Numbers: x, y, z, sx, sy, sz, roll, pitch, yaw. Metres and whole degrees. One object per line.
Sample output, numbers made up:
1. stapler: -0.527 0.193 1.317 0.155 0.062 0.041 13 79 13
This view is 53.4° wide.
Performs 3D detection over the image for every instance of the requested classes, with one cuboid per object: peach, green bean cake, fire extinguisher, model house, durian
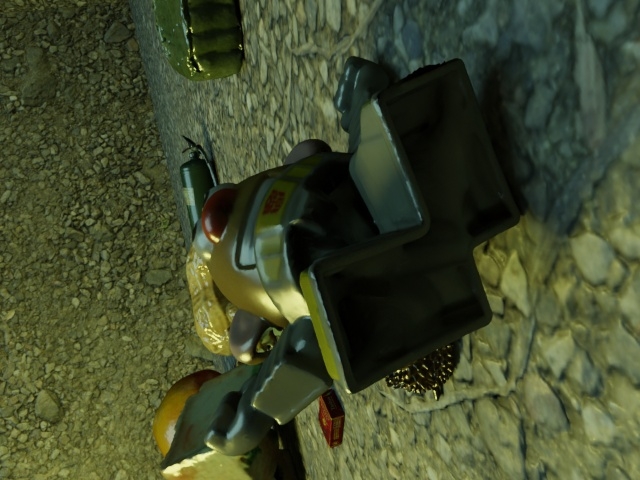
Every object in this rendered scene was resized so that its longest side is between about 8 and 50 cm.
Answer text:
1. peach: -0.377 0.592 2.022 0.372 0.290 0.372 -49 29 38
2. green bean cake: -0.217 -0.401 1.109 0.227 0.125 0.222 -141 40 -57
3. fire extinguisher: -0.306 -0.131 1.644 0.118 0.093 0.294 -1 102 47
4. model house: -0.166 0.478 1.435 0.280 0.245 0.312 55 -161 -18
5. durian: 0.073 0.092 0.585 0.110 0.071 0.140 -166 60 -72

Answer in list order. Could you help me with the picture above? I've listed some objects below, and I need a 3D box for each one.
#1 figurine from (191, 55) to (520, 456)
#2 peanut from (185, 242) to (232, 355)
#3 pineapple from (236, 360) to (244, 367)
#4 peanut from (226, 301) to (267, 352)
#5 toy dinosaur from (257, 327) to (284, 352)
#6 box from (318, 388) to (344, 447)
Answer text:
1. figurine: 0.001 0.002 0.507 0.167 0.342 0.285 47 159 -17
2. peanut: -0.256 0.126 1.569 0.153 0.140 0.325 -94 -5 -83
3. pineapple: -0.201 0.420 1.762 0.221 0.047 0.221 169 90 -75
4. peanut: -0.174 0.202 1.455 0.080 0.080 0.174 97 154 -48
5. toy dinosaur: -0.115 0.162 1.293 0.142 0.057 0.212 -119 26 -59
6. box: 0.016 0.275 0.982 0.051 0.023 0.082 -118 23 -45
